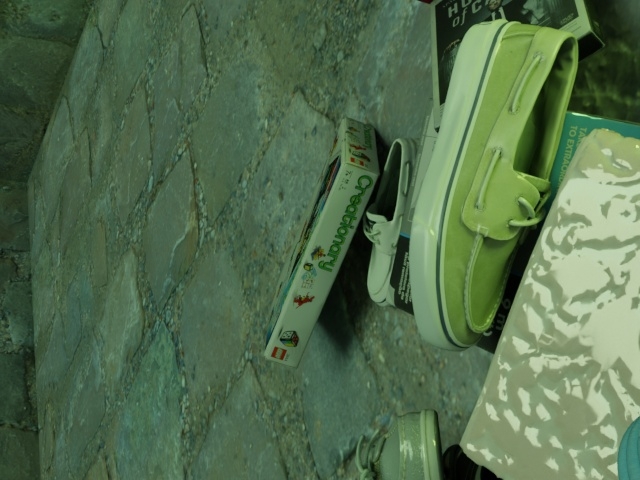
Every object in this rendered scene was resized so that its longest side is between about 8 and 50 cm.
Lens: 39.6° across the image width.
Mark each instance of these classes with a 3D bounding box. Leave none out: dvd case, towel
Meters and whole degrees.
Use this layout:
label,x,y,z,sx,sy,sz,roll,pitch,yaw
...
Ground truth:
label,x,y,z,sx,sy,sz,roll,pitch,yaw
dvd case,0.193,-0.227,0.921,0.179,0.030,0.238,-31,36,32
towel,0.291,0.113,0.681,0.332,0.053,0.316,31,111,39

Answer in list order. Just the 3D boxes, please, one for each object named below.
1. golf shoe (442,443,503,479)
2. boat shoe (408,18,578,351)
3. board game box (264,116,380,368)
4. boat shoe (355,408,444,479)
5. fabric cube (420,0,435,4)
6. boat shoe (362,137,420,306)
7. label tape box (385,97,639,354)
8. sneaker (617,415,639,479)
label,x,y,z,sx,sy,sz,roll,pitch,yaw
golf shoe,0.173,0.298,0.899,0.094,0.077,0.198,-39,51,50
boat shoe,0.152,-0.047,0.780,0.094,0.109,0.302,11,93,42
board game box,0.000,0.000,1.227,0.193,0.053,0.305,-87,18,-65
boat shoe,0.065,0.294,0.976,0.320,0.103,0.118,104,169,-49
fabric cube,0.115,-0.459,1.010,0.259,0.254,0.258,-52,41,41
boat shoe,0.088,-0.026,1.127,0.083,0.076,0.226,34,112,58
label tape box,0.214,-0.009,0.874,0.334,0.106,0.240,22,103,60
sneaker,0.333,0.176,0.537,0.127,0.319,0.208,-54,-10,-24
